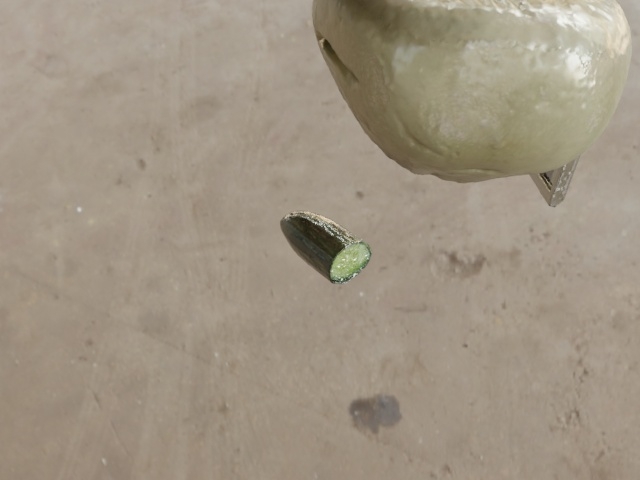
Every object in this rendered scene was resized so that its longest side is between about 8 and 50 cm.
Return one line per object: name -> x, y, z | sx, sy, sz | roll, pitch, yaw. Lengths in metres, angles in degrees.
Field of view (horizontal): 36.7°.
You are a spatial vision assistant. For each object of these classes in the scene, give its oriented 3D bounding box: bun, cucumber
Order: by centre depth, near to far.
bun -> 0.075, -0.088, 0.523 | 0.166, 0.113, 0.173 | 7, 23, 1
cucumber -> 0.000, 0.000, 0.889 | 0.048, 0.048, 0.105 | -31, 40, -21

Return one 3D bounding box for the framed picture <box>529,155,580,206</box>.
framed picture -> 0.283, -0.177, 1.146 | 0.019, 0.209, 0.281 | 14, 20, -5
